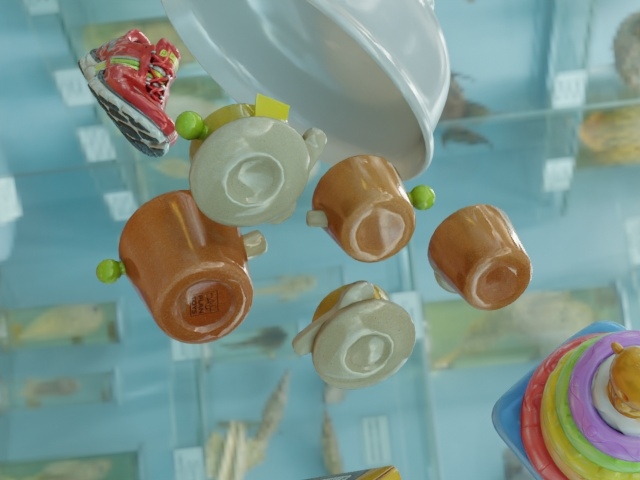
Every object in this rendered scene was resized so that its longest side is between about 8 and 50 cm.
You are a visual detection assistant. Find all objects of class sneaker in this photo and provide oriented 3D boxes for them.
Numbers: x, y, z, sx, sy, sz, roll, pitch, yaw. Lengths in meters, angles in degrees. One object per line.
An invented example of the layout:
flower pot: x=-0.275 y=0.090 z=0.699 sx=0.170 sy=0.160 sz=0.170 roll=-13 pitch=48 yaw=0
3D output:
sneaker: x=-0.224 y=-0.201 z=1.567 sx=0.107 sy=0.118 sz=0.279 roll=54 pitch=-2 yaw=-36

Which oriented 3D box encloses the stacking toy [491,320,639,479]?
stacking toy: x=0.248 y=0.132 z=1.017 sx=0.175 sy=0.165 sz=0.302 roll=51 pitch=-6 yaw=19

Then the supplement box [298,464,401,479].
supplement box: x=-0.027 y=0.272 z=0.831 sx=0.129 sy=0.194 sz=0.191 roll=-21 pitch=92 yaw=-51

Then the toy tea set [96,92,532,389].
toy tea set: x=0.000 y=0.000 z=0.973 sx=0.200 sy=0.336 sz=0.124 roll=-57 pitch=-146 yaw=20

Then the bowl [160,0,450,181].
bowl: x=0.008 y=-0.197 z=1.124 sx=0.134 sy=0.298 sz=0.298 roll=-53 pitch=163 yaw=-16
